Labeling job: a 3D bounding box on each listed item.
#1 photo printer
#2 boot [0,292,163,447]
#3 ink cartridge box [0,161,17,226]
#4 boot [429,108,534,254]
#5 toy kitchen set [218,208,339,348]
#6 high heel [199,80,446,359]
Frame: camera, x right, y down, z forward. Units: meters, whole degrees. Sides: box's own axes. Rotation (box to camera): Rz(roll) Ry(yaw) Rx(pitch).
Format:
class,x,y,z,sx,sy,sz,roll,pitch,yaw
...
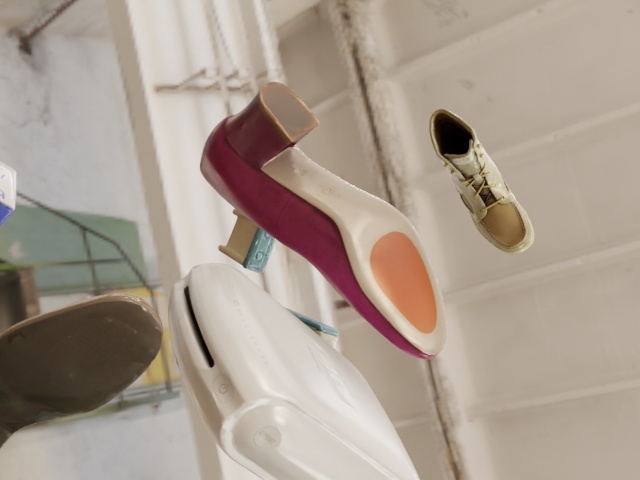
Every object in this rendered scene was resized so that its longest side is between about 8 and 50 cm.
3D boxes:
class,x,y,z,sx,sy,sz,roll,pitch,yaw
photo printer,-0.038,0.168,1.133,0.107,0.307,0.256,-41,-143,8
boot,-0.274,0.115,1.005,0.305,0.115,0.112,-29,-67,22
ink cartridge box,-0.269,-0.043,0.521,0.097,0.207,0.046,-46,-147,18
boot,0.238,-0.088,1.561,0.077,0.165,0.213,-31,-120,7
toy kitchen set,-0.053,0.063,1.525,0.122,0.207,0.166,21,-91,34
high heel,0.000,0.000,1.253,0.377,0.127,0.181,58,-41,7
